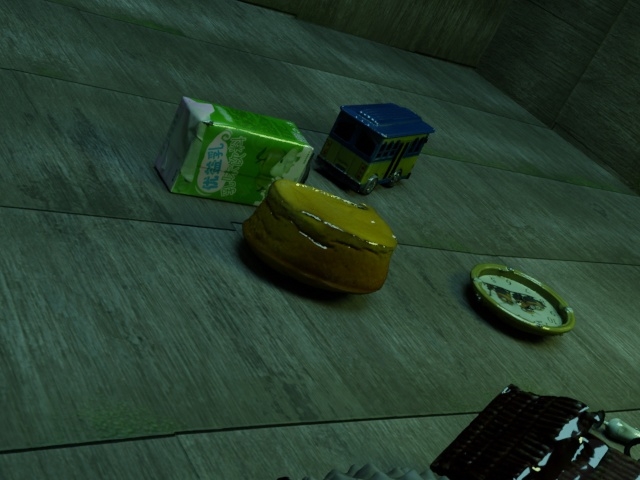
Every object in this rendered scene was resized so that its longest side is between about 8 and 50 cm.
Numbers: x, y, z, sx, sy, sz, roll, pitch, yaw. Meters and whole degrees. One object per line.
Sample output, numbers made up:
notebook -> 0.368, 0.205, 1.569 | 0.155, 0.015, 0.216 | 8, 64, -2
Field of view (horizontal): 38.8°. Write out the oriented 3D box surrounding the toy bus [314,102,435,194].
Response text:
toy bus -> 0.132, -0.223, 2.129 | 0.138, 0.175, 0.287 | 36, 25, 21

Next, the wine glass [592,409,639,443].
wine glass -> 0.518, 0.329, 1.590 | 0.083, 0.042, 0.039 | 26, 61, -9

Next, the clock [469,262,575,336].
clock -> 0.402, 0.130, 1.847 | 0.236, 0.057, 0.237 | 20, 25, -10

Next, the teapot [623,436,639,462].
teapot -> 0.569, 0.381, 1.461 | 0.087, 0.096, 0.177 | -2, 36, -47

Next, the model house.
model house -> 0.265, 0.349, 1.132 | 0.282, 0.297, 0.317 | 31, 60, 31

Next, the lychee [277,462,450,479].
lychee -> 0.056, 0.350, 0.675 | 0.380, 0.381, 0.432 | 23, 4, -8

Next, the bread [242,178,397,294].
bread -> 0.000, 0.000, 1.583 | 0.269, 0.143, 0.195 | 22, 22, -17

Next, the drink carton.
drink carton -> -0.156, -0.162, 1.724 | 0.271, 0.161, 0.108 | 7, 31, -37
